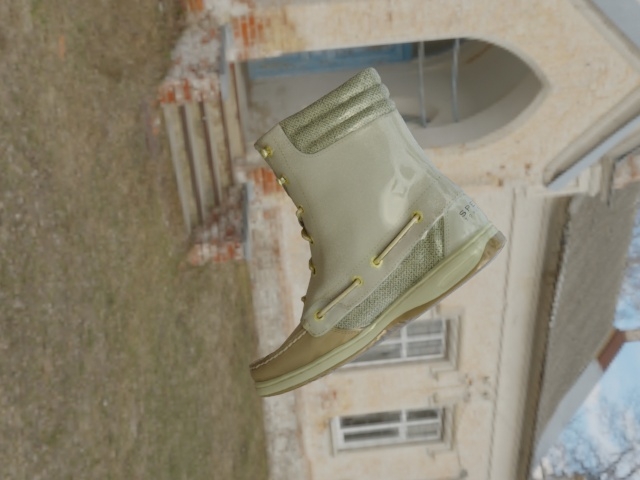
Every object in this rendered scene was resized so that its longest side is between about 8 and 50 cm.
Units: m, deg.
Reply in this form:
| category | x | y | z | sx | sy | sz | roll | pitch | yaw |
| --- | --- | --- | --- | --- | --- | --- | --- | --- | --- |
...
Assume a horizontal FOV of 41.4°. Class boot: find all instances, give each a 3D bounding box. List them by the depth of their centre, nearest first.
| category | x | y | z | sx | sy | sz | roll | pitch | yaw |
| --- | --- | --- | --- | --- | --- | --- | --- | --- | --- |
| boot | 0.000 | 0.000 | 0.602 | 0.165 | 0.213 | 0.077 | 54 | 20 | 3 |
